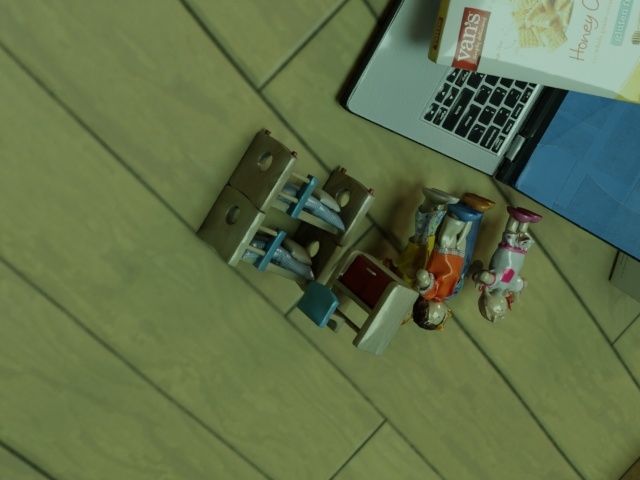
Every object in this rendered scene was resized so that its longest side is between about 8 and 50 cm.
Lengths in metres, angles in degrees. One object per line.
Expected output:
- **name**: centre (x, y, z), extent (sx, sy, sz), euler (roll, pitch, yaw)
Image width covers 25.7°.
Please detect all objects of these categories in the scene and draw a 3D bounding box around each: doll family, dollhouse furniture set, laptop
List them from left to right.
- **dollhouse furniture set**: centre (0.000, 0.000, 1.383), extent (0.129, 0.183, 0.129), euler (23, 101, -44)
- **doll family**: centre (0.139, 0.028, 1.580), extent (0.263, 0.118, 0.163), euler (1, 111, -58)
- **laptop**: centre (0.307, -0.202, 1.455), extent (0.408, 0.236, 0.382), euler (20, 103, -43)

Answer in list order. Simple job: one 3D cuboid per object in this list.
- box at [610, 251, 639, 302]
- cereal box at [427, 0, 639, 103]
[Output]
- **box**: centre (0.495, -0.006, 1.806), extent (0.182, 0.119, 0.181), euler (-6, 121, -35)
- **cereal box**: centre (0.241, -0.239, 1.399), extent (0.240, 0.047, 0.173), euler (9, 105, -12)
